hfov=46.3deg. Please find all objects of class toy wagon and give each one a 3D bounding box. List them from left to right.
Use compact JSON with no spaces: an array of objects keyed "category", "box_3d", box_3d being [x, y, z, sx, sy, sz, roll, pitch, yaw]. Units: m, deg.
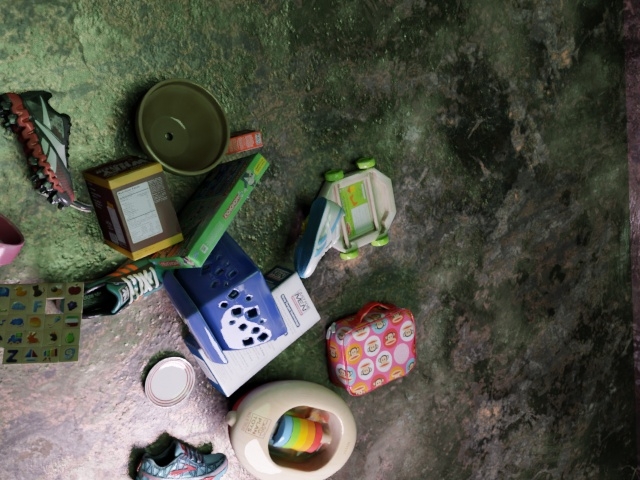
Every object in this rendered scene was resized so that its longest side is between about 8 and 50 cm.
[{"category":"toy wagon","box_3d":[0.074,-0.083,2.197,0.344,0.068,0.267,-23,112,-28]}]

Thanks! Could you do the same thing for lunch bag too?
[{"category":"lunch bag","box_3d":[0.160,0.315,2.311,0.293,0.120,0.258,-16,108,-31]}]

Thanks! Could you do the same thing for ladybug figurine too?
[{"category":"ladybug figurine","box_3d":[-0.094,0.539,2.153,0.449,0.161,0.305,28,84,-37]}]

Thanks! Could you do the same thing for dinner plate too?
[{"category":"dinner plate","box_3d":[-0.401,0.376,1.990,0.141,0.017,0.141,-8,104,-33]}]

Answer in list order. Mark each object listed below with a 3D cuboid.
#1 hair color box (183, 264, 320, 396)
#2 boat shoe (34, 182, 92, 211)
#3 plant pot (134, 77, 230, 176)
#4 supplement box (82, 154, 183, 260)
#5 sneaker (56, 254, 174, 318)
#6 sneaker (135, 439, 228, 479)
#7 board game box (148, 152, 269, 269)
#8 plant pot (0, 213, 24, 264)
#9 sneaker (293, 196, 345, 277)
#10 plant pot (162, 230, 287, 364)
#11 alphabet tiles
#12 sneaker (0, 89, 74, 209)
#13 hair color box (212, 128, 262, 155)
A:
[{"category":"hair color box","box_3d":[-0.183,0.243,2.061,0.347,0.105,0.174,-38,119,-23]},{"category":"boat shoe","box_3d":[-0.590,-0.105,1.735,0.137,0.049,0.043,26,83,-31]},{"category":"plant pot","box_3d":[-0.348,-0.264,1.814,0.237,0.109,0.238,6,79,-36]},{"category":"supplement box","box_3d":[-0.440,-0.082,1.754,0.129,0.191,0.194,-24,113,-29]},{"category":"sneaker","box_3d":[-0.477,0.121,1.816,0.302,0.121,0.108,-25,112,-30]},{"category":"sneaker","box_3d":[-0.364,0.599,2.013,0.261,0.104,0.125,-5,101,-35]},{"category":"board game box","box_3d":[-0.273,-0.069,1.825,0.046,0.213,0.317,44,63,-27]},{"category":"plant pot","box_3d":[-0.757,0.025,1.565,0.201,0.201,0.180,32,96,-36]},{"category":"sneaker","box_3d":[0.000,0.000,2.070,0.092,0.087,0.229,22,90,-38]},{"category":"plant pot","box_3d":[-0.249,0.149,1.869,0.212,0.236,0.236,-33,131,-12]},{"category":"alphabet tiles","box_3d":[-0.653,0.183,1.660,0.237,0.009,0.198,-1,59,-9]},{"category":"sneaker","box_3d":[-0.596,-0.209,1.656,0.135,0.097,0.276,-29,102,-32]},{"category":"hair color box","box_3d":[-0.230,-0.252,1.942,0.141,0.072,0.043,-19,111,-32]}]
